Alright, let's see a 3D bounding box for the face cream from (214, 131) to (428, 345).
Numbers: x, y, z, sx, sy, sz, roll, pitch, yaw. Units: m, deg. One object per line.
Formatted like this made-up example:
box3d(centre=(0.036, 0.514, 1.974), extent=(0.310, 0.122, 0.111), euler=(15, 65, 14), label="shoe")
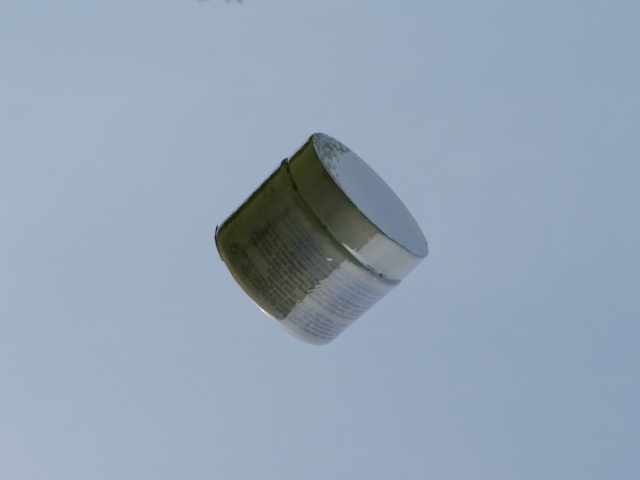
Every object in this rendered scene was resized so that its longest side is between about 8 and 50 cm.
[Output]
box3d(centre=(0.000, 0.000, 1.399), extent=(0.153, 0.177, 0.177), euler=(-42, -135, 16), label="face cream")
